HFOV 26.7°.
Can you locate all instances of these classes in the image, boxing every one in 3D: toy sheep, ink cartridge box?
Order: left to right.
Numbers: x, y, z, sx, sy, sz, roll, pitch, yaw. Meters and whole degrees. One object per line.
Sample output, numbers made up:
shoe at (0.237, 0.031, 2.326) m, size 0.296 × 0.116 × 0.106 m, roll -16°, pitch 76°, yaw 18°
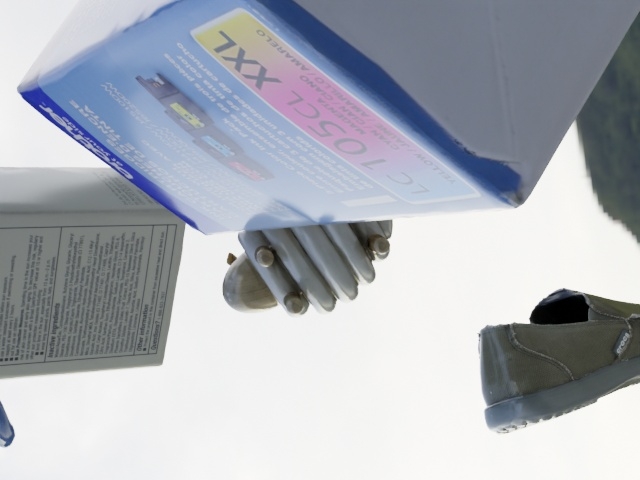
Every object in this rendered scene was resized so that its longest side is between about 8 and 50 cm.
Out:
toy sheep at (0.000, 0.000, 0.789) m, size 0.091 × 0.132 × 0.091 m, roll 59°, pitch 177°, yaw 5°
ink cartridge box at (0.005, -0.149, 0.677) m, size 0.151 × 0.395 × 0.270 m, roll 38°, pitch -106°, yaw -18°

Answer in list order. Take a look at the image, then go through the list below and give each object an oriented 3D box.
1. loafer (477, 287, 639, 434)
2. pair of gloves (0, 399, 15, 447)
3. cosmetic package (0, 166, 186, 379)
loafer at (0.213, 0.071, 1.020) m, size 0.251 × 0.094 × 0.087 m, roll -14°, pitch -99°, yaw -41°
pair of gloves at (-0.265, 0.048, 0.883) m, size 0.023 × 0.198 × 0.159 m, roll -34°, pitch -28°, yaw -30°
cosmetic package at (-0.280, 0.027, 1.131) m, size 0.309 × 0.113 × 0.160 m, roll 0°, pitch -67°, yaw -32°
